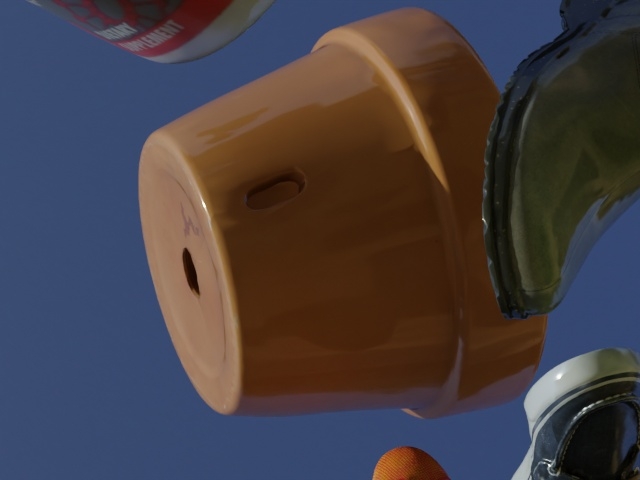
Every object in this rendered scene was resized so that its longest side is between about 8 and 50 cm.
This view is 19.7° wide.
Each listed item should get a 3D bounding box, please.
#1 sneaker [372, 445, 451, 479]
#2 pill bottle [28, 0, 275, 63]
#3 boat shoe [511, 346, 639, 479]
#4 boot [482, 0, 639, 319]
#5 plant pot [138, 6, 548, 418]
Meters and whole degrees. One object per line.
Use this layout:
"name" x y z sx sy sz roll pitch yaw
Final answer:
"sneaker" 0.047 0.172 1.093 0.064 0.175 0.067 -27 -65 17
"pill bottle" -0.170 -0.243 0.827 0.363 0.210 0.210 25 -93 -27
"boat shoe" 0.142 0.127 0.937 0.065 0.183 0.083 -12 -121 -9
"boot" 0.178 -0.058 0.865 0.083 0.161 0.246 72 -146 -40
"plant pot" 0.000 0.000 1.278 0.203 0.291 0.291 -14 -82 -18
